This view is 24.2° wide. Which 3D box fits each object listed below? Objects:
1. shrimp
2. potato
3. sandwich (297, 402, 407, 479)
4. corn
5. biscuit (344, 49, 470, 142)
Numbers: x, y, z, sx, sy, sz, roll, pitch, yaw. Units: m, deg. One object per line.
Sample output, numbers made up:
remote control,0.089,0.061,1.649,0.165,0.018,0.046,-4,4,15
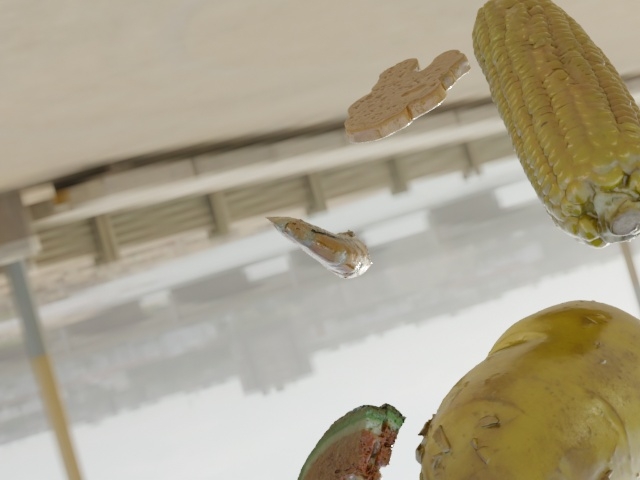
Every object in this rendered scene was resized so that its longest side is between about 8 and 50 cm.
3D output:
shrimp,0.003,-0.003,1.745,0.052,0.132,0.187,-54,165,3
potato,0.183,0.151,1.150,0.140,0.173,0.300,-41,176,38
sandwich,0.029,0.354,2.279,0.235,0.079,0.159,-44,-156,37
corn,0.219,-0.122,1.355,0.120,0.120,0.363,-16,-141,-2
biscuit,0.110,-0.191,2.005,0.144,0.040,0.236,-14,-155,37
